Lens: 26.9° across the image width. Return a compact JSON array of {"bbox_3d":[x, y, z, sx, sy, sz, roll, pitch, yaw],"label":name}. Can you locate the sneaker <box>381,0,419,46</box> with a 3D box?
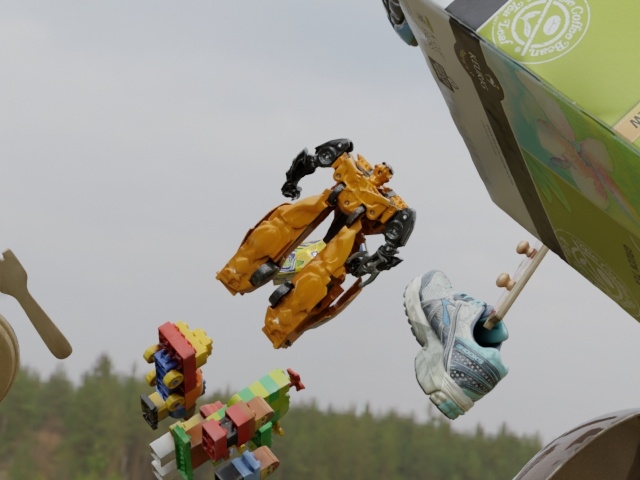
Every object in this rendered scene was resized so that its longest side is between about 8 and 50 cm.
[{"bbox_3d":[0.163,-0.398,1.691,0.140,0.340,0.125,-13,45,-25],"label":"sneaker"}]

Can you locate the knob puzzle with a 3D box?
[{"bbox_3d":[0.244,0.021,1.596,0.030,0.213,0.213,33,-7,5],"label":"knob puzzle"}]

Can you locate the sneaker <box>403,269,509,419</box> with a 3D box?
[{"bbox_3d":[0.197,0.125,1.819,0.122,0.283,0.110,-33,-60,16],"label":"sneaker"}]

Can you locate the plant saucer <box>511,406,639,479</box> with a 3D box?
[{"bbox_3d":[0.238,0.279,1.263,0.311,0.310,0.050,17,14,-47],"label":"plant saucer"}]

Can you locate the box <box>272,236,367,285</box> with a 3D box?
[{"bbox_3d":[-0.003,0.032,2.282,0.169,0.054,0.059,-10,-21,-2],"label":"box"}]

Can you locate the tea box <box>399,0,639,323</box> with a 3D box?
[{"bbox_3d":[0.268,-0.103,1.029,0.323,0.220,0.329,43,-8,38],"label":"tea box"}]

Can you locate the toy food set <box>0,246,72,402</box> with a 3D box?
[{"bbox_3d":[-0.305,0.093,1.068,0.038,0.192,0.132,45,-15,55],"label":"toy food set"}]

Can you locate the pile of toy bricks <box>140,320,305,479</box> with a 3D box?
[{"bbox_3d":[-0.060,0.130,0.982,0.105,0.118,0.212,-31,-28,-23],"label":"pile of toy bricks"}]

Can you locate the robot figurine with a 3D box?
[{"bbox_3d":[0.000,0.000,1.838,0.211,0.291,0.085,49,16,17],"label":"robot figurine"}]
